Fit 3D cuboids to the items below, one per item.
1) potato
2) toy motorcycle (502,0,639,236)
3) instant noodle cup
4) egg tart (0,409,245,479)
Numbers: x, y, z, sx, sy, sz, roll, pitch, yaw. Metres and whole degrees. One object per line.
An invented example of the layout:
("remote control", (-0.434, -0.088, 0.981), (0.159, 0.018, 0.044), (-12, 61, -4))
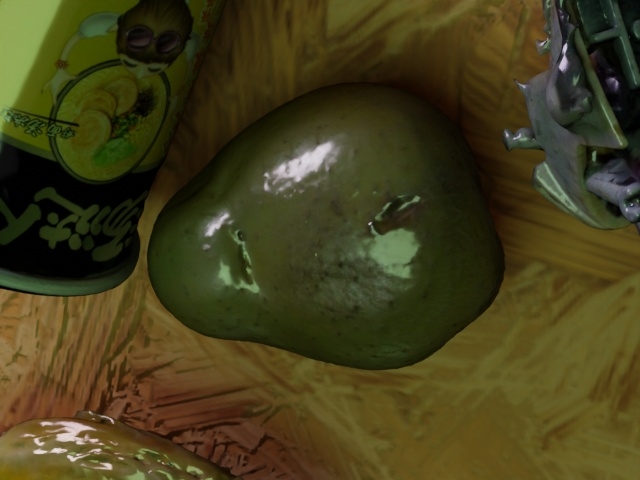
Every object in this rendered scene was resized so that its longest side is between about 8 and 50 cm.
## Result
("potato", (0.000, 0.000, 0.938), (0.194, 0.157, 0.157), (-14, 107, 12))
("toy motorcycle", (0.136, -0.096, 0.879), (0.094, 0.130, 0.229), (-18, 90, -16))
("instant noodle cup", (-0.145, -0.121, 0.929), (0.215, 0.215, 0.236), (32, 109, 4))
("egg tart", (-0.115, 0.233, 1.098), (0.315, 0.120, 0.315), (8, 114, 18))
